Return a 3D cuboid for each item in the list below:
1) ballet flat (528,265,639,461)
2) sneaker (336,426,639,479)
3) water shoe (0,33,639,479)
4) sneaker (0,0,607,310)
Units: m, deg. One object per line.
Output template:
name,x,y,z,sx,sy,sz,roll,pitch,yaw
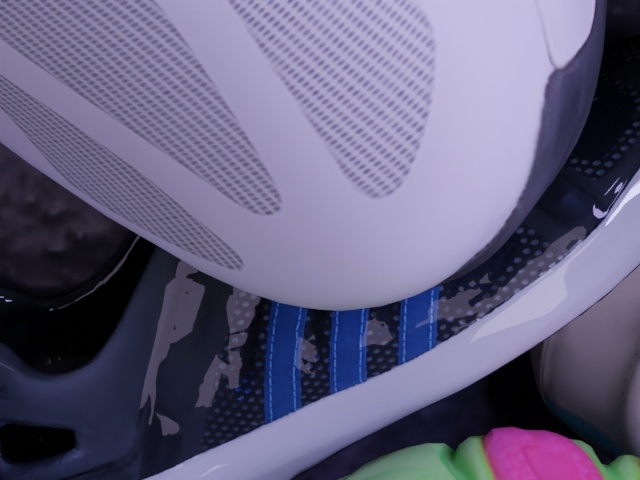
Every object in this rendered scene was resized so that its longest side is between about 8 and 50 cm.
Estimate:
ballet flat,0.161,-0.021,0.468,0.248,0.086,0.086,-39,113,10
sneaker,0.147,0.229,0.506,0.483,0.185,0.202,40,134,-11
water shoe,0.000,0.000,0.461,0.203,0.073,0.080,-34,110,8
sneaker,-0.148,-0.094,0.276,0.447,0.257,0.169,44,131,-18
